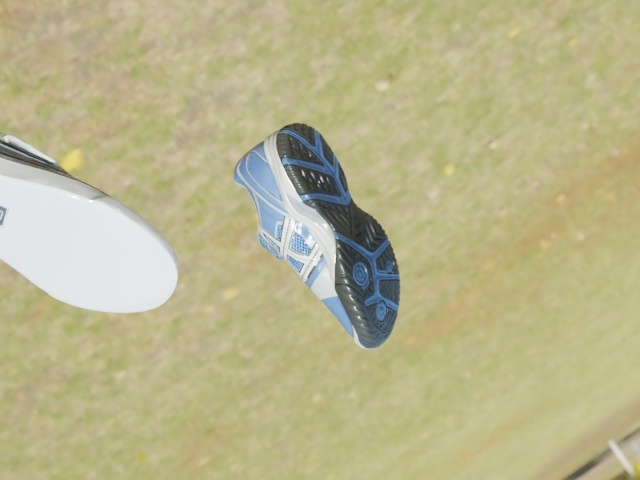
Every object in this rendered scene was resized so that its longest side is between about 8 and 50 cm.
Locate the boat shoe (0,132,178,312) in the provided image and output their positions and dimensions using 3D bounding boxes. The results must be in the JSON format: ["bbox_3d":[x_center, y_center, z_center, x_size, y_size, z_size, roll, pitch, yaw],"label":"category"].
[{"bbox_3d":[-0.259,-0.036,1.204,0.102,0.301,0.108,-85,-161,-59],"label":"boat shoe"}]

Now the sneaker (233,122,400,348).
[{"bbox_3d":[0.000,0.000,1.209,0.081,0.211,0.080,-17,-166,40],"label":"sneaker"}]
